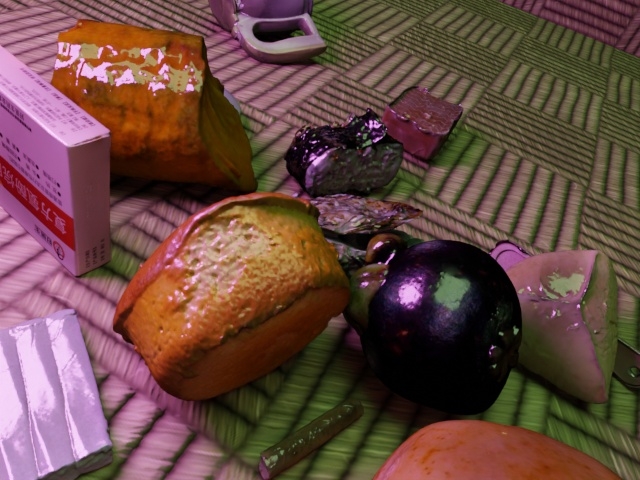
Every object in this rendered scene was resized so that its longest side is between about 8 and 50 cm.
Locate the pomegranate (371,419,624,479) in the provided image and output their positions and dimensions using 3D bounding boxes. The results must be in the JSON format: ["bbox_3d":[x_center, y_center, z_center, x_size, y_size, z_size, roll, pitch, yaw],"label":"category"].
[{"bbox_3d":[0.159,0.288,0.436,0.307,0.307,0.307,10,41,-9],"label":"pomegranate"}]

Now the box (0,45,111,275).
[{"bbox_3d":[-0.417,-0.134,0.727,0.353,0.214,0.069,37,43,21],"label":"box"}]

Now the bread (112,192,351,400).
[{"bbox_3d":[-0.091,0.070,0.607,0.268,0.268,0.146,-17,62,-34],"label":"bread"}]

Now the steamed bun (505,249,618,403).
[{"bbox_3d":[0.352,0.090,0.788,0.231,0.110,0.212,31,71,18],"label":"steamed bun"}]

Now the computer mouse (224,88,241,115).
[{"bbox_3d":[-0.263,-0.283,1.059,0.230,0.079,0.128,26,39,14],"label":"computer mouse"}]

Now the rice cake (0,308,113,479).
[{"bbox_3d":[-0.320,0.173,0.557,0.189,0.037,0.198,-18,52,-35],"label":"rice cake"}]

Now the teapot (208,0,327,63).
[{"bbox_3d":[-0.155,-0.601,1.390,0.239,0.322,0.239,-27,16,-22],"label":"teapot"}]

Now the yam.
[{"bbox_3d":[-0.009,0.225,0.617,0.145,0.032,0.032,-21,54,-37],"label":"yam"}]

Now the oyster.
[{"bbox_3d":[-0.003,0.001,0.802,0.351,0.162,0.158,-17,92,-25],"label":"oyster"}]

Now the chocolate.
[{"bbox_3d":[0.224,-0.260,1.193,0.148,0.093,0.214,28,41,13],"label":"chocolate"}]

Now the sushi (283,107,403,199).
[{"bbox_3d":[0.044,-0.163,0.981,0.212,0.147,0.115,-12,50,-26],"label":"sushi"}]

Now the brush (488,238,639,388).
[{"bbox_3d":[0.410,0.110,0.876,0.067,0.072,0.313,-10,47,-47],"label":"brush"}]

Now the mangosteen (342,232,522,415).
[{"bbox_3d":[0.137,0.096,0.682,0.243,0.243,0.243,10,41,-9],"label":"mangosteen"}]

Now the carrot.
[{"bbox_3d":[-0.253,-0.211,0.856,0.340,0.241,0.241,6,42,-12],"label":"carrot"}]
